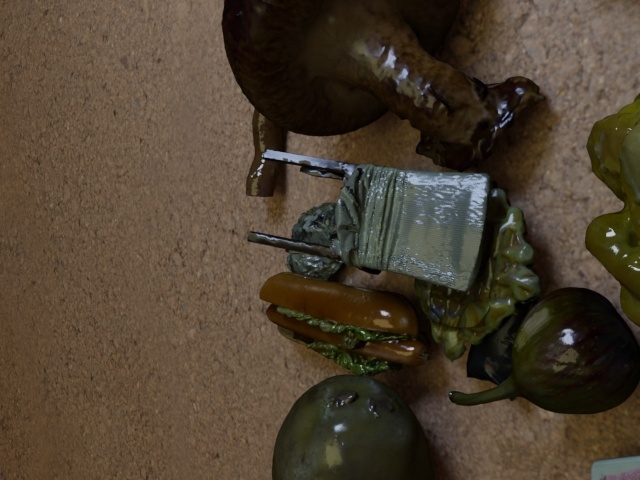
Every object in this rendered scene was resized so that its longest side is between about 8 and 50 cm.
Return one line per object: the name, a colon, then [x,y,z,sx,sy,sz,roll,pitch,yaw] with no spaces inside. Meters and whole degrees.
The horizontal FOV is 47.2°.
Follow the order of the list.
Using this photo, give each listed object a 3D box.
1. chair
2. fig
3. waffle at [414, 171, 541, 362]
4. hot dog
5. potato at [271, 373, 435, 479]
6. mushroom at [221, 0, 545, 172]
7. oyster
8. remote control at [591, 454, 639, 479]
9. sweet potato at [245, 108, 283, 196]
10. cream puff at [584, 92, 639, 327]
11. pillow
chair: [0.081,-0.030,1.017,0.319,0.186,0.160,10,87,20]
fig: [0.252,0.155,0.874,0.245,0.149,0.149,-33,69,26]
waffle: [0.191,0.027,0.971,0.223,0.054,0.204,-51,40,43]
hot dog: [0.029,0.129,1.133,0.337,0.100,0.135,10,130,44]
potato: [0.046,0.351,1.070,0.243,0.221,0.326,8,112,54]
mushroom: [0.045,-0.246,0.965,0.331,0.334,0.356,-31,62,44]
oyster: [0.000,0.000,1.203,0.125,0.064,0.177,43,123,29]
remote control: [0.445,0.276,0.734,0.344,0.050,0.145,-22,65,41]
sweet potato: [-0.087,-0.215,1.274,0.059,0.067,0.281,8,96,8]
cream puff: [0.382,-0.062,0.681,0.257,0.291,0.324,-169,61,-75]
pillow: [0.241,0.127,0.971,0.090,0.048,0.150,14,99,36]
